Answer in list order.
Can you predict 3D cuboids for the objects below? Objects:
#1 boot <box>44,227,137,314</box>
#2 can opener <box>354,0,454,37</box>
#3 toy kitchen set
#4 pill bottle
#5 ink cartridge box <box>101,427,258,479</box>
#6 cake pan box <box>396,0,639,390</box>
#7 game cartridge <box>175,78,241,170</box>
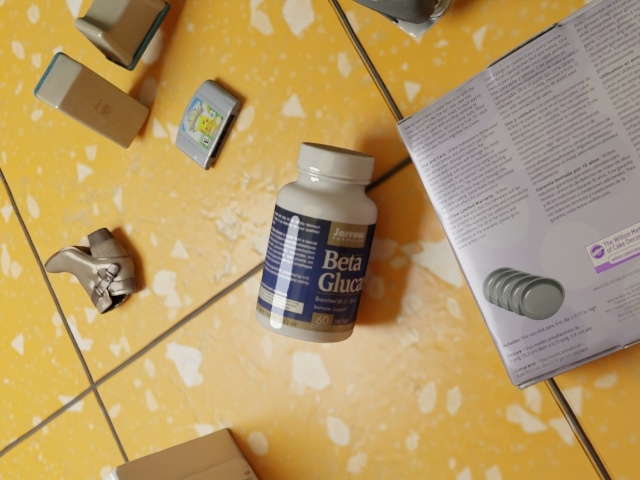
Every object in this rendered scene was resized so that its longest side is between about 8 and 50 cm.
[{"bbox_3d":[-0.260,0.043,1.013,0.118,0.042,0.087,-29,80,31],"label":"boot"},{"bbox_3d":[0.004,-0.280,0.793,0.283,0.095,0.076,42,113,23],"label":"can opener"},{"bbox_3d":[-0.244,-0.237,0.963,0.166,0.122,0.207,30,88,28],"label":"toy kitchen set"},{"bbox_3d":[0.000,0.000,0.813,0.094,0.094,0.169,17,102,30],"label":"pill bottle"},{"bbox_3d":[-0.171,0.334,0.898,0.232,0.171,0.168,-45,71,27],"label":"ink cartridge box"},{"bbox_3d":[0.219,-0.046,0.689,0.267,0.070,0.246,-31,79,30],"label":"cake pan box"},{"bbox_3d":[-0.119,-0.122,0.929,0.056,0.017,0.083,39,112,28],"label":"game cartridge"}]
